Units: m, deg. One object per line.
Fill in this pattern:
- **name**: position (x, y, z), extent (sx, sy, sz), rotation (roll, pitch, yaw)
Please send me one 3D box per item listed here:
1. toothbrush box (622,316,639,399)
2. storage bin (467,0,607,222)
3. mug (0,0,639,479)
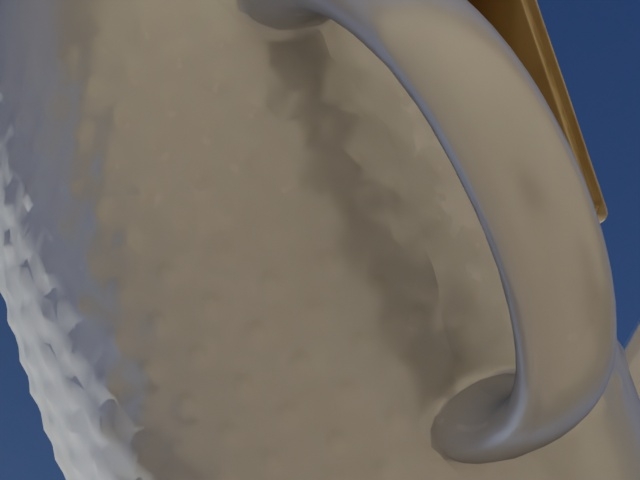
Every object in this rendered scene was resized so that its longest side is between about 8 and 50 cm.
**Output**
- **toothbrush box**: position (0.380, 0.166, 1.572), extent (0.126, 0.295, 0.216), rotation (30, -94, 11)
- **storage bin**: position (0.101, -0.069, 1.133), extent (0.262, 0.123, 0.260), rotation (-34, -75, -55)
- **mug**: position (0.000, 0.000, 0.652), extent (0.276, 0.374, 0.328), rotation (-23, -86, -24)
